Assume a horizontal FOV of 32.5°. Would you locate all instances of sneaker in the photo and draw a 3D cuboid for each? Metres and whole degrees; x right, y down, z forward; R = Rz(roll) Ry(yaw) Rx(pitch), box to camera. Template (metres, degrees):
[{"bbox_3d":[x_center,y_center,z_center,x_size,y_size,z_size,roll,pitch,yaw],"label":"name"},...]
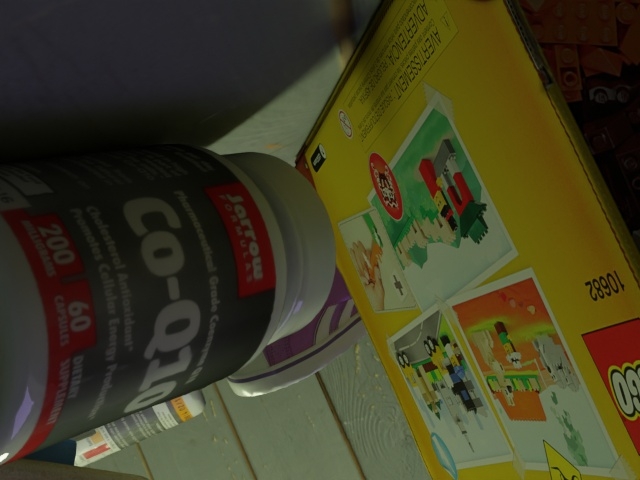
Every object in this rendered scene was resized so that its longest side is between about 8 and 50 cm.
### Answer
[{"bbox_3d":[-0.004,0.032,1.141,0.282,0.161,0.102,-35,-163,-7],"label":"sneaker"}]

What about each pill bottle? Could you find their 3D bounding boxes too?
[{"bbox_3d":[-0.299,0.199,1.388,0.279,0.162,0.162,-24,173,-7],"label":"pill bottle"},{"bbox_3d":[-0.123,0.024,0.671,0.161,0.161,0.283,-29,172,36],"label":"pill bottle"}]

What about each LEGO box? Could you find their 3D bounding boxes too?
[{"bbox_3d":[0.174,0.014,0.724,0.193,0.372,0.500,-23,173,-14],"label":"LEGO box"}]

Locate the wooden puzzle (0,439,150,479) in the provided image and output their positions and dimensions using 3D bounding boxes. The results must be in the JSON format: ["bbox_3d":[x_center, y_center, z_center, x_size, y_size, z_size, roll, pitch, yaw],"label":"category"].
[{"bbox_3d":[-0.337,0.150,0.745,0.348,0.080,0.322,-11,158,34],"label":"wooden puzzle"}]

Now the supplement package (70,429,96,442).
[{"bbox_3d":[-0.403,0.196,1.096,0.262,0.145,0.204,-28,172,26],"label":"supplement package"}]
